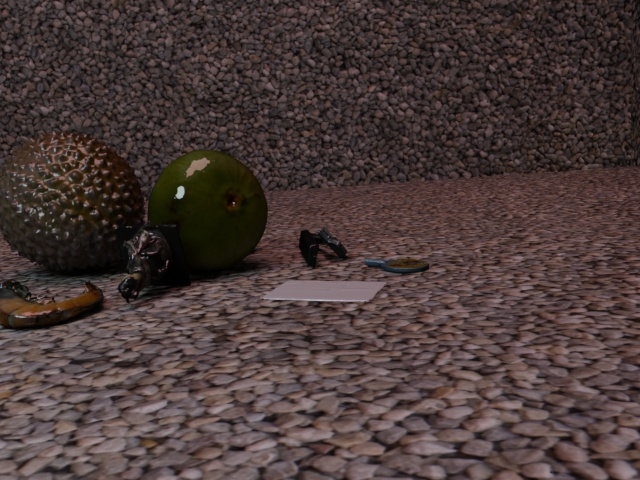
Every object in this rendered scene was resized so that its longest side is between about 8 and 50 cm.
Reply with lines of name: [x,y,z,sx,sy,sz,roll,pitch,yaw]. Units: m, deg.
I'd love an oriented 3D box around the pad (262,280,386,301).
pad: [0.011,0.103,1.437,0.232,0.004,0.156,0,10,20]

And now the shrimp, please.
shrimp: [-0.570,0.118,1.443,0.222,0.054,0.290,-13,17,-37]

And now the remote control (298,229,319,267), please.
remote control: [-0.032,0.018,1.765,0.025,0.063,0.245,6,8,-8]

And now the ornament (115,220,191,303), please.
ornament: [-0.394,0.067,1.485,0.153,0.166,0.196,-3,25,14]

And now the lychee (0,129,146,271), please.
lychee: [-0.646,-0.096,1.828,0.380,0.380,0.432,-10,27,-30]

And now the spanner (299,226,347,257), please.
spanner: [0.000,0.000,1.864,0.026,0.093,0.325,-43,13,-11]

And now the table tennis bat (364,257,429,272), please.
table tennis bat: [0.173,0.055,1.600,0.155,0.019,0.100,5,14,32]

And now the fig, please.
fig: [-0.296,-0.062,1.723,0.316,0.316,0.316,-4,10,1]
